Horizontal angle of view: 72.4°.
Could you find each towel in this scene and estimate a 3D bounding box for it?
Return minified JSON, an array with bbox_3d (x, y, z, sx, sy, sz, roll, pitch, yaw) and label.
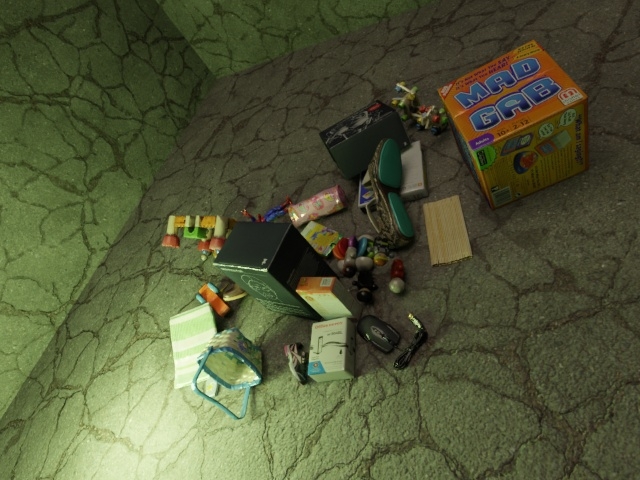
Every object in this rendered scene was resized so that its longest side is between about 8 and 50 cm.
[{"bbox_3d":[-0.553,0.455,1.913,0.248,0.038,0.324,-23,62,18],"label":"towel"}]

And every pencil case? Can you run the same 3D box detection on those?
[{"bbox_3d":[-0.015,-0.164,2.069,0.284,0.124,0.124,-21,45,21],"label":"pencil case"}]

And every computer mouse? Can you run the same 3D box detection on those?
[{"bbox_3d":[0.242,0.307,1.529,0.184,0.060,0.262,-46,43,-5],"label":"computer mouse"}]

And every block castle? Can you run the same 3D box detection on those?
[{"bbox_3d":[-0.527,0.002,2.146,0.454,0.303,0.212,2,84,38],"label":"block castle"}]

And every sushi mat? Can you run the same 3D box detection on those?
[{"bbox_3d":[0.483,-0.041,1.686,0.152,0.019,0.316,-17,47,22],"label":"sushi mat"}]

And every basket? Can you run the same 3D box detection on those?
[{"bbox_3d":[-0.349,0.491,1.649,0.201,0.254,0.288,-22,35,29],"label":"basket"}]

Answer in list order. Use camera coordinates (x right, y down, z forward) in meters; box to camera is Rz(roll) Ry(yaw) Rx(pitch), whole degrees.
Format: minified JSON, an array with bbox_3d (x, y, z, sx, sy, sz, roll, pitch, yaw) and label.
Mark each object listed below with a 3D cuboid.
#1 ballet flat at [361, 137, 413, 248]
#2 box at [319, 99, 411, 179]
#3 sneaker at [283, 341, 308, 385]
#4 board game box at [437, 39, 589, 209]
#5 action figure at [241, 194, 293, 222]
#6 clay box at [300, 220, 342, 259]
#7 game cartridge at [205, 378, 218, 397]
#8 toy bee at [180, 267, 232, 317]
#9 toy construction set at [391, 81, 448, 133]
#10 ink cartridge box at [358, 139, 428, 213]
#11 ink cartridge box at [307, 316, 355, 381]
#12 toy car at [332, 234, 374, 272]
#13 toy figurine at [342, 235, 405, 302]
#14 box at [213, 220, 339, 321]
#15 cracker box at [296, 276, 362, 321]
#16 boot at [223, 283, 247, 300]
[{"bbox_3d":[0.257,-0.188,1.810,0.182,0.164,0.482,-26,61,43],"label":"ballet flat"},{"bbox_3d":[0.202,-0.486,2.075,0.344,0.178,0.312,-29,28,4],"label":"box"},{"bbox_3d":[-0.078,0.449,1.631,0.077,0.072,0.178,-27,48,-1],"label":"sneaker"},{"bbox_3d":[0.690,-0.402,1.573,0.357,0.356,0.356,-24,50,16],"label":"board game box"},{"bbox_3d":[-0.285,-0.143,2.235,0.280,0.139,0.091,-39,41,5],"label":"action figure"},{"bbox_3d":[0.000,0.000,1.967,0.222,0.053,0.127,27,73,44],"label":"clay box"},{"bbox_3d":[-0.445,0.604,1.796,0.056,0.017,0.083,-22,45,14],"label":"game cartridge"},{"bbox_3d":[-0.509,0.249,2.068,0.195,0.162,0.298,-28,68,1],"label":"toy bee"},{"bbox_3d":[0.473,-0.599,2.022,0.151,0.215,0.327,-37,42,3],"label":"toy construction set"},{"bbox_3d":[0.324,-0.286,1.975,0.304,0.072,0.307,-15,46,27],"label":"ink cartridge box"},{"bbox_3d":[0.043,0.393,1.577,0.148,0.086,0.203,-16,48,24],"label":"ink cartridge box"},{"bbox_3d":[0.134,0.038,1.777,0.182,0.136,0.159,-11,49,28],"label":"toy car"},{"bbox_3d":[0.194,0.112,1.617,0.213,0.209,0.148,-18,36,24],"label":"toy figurine"},{"bbox_3d":[-0.163,0.121,1.725,0.294,0.395,0.211,4,58,37],"label":"box"},{"bbox_3d":[0.037,0.219,1.620,0.156,0.232,0.067,-3,52,33],"label":"cracker box"},{"bbox_3d":[-0.358,0.136,1.966,0.249,0.206,0.090,-27,12,-12],"label":"boot"}]
